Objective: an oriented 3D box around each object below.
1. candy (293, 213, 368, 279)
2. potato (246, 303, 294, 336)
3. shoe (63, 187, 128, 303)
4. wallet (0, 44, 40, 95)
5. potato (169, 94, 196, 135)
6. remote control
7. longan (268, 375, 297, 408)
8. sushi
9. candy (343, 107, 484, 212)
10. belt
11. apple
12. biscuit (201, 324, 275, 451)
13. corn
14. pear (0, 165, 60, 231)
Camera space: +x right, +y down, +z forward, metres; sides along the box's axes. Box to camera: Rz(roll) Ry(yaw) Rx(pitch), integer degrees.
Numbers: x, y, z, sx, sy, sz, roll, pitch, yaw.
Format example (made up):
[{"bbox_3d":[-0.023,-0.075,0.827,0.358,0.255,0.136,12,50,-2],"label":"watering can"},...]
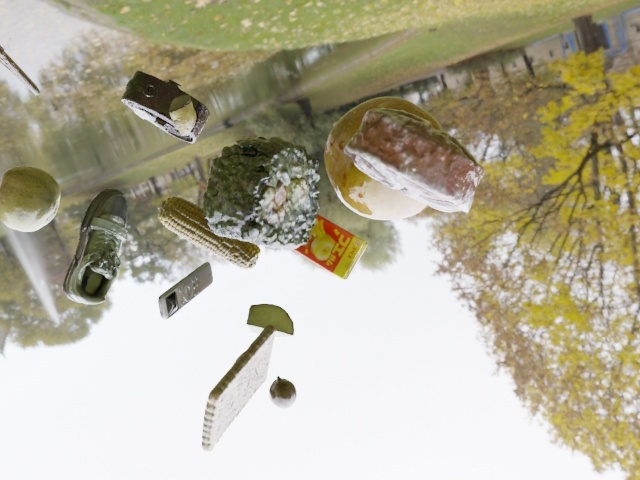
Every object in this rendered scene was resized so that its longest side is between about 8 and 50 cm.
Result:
[{"bbox_3d":[0.000,0.000,1.914,0.146,0.276,0.088,-62,167,3],"label":"candy"},{"bbox_3d":[-0.143,0.244,1.794,0.149,0.081,0.120,12,162,4],"label":"potato"},{"bbox_3d":[-0.514,0.022,1.420,0.109,0.293,0.149,23,176,-43],"label":"shoe"},{"bbox_3d":[-0.756,-0.441,1.402,0.031,0.122,0.232,-45,166,-8],"label":"wallet"},{"bbox_3d":[-0.413,-0.382,1.828,0.066,0.103,0.096,-10,-139,11],"label":"potato"},{"bbox_3d":[-0.344,0.127,1.549,0.029,0.067,0.261,-1,-163,18],"label":"remote control"},{"bbox_3d":[-0.126,0.498,1.952,0.092,0.113,0.113,-19,-168,-5],"label":"longan"},{"bbox_3d":[-0.139,-0.130,1.591,0.178,0.294,0.352,11,-177,27],"label":"sushi"},{"bbox_3d":[0.200,-0.169,1.230,0.157,0.289,0.214,-63,180,9],"label":"candy"},{"bbox_3d":[-0.529,-0.472,2.052,0.164,0.289,0.184,-65,-166,-11],"label":"belt"},{"bbox_3d":[0.210,-0.265,1.869,0.400,0.333,0.400,0,-130,0],"label":"apple"},{"bbox_3d":[-0.214,0.380,1.563,0.044,0.217,0.325,20,-148,15],"label":"biscuit"},{"bbox_3d":[-0.357,-0.025,1.907,0.120,0.363,0.120,-58,-175,8],"label":"corn"},{"bbox_3d":[-0.723,-0.101,1.465,0.167,0.136,0.167,-54,-157,36],"label":"pear"}]
